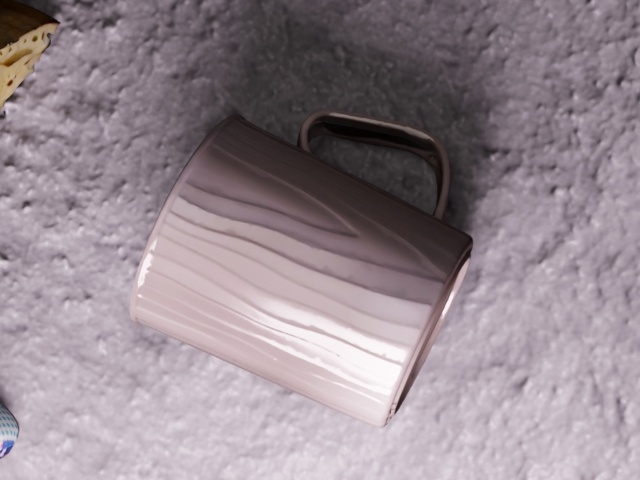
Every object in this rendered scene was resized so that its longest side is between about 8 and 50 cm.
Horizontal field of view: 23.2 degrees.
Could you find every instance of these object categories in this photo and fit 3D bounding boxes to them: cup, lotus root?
[{"bbox_3d":[-0.005,0.015,1.487,0.273,0.288,0.208,26,126,9],"label":"cup"},{"bbox_3d":[-0.365,-0.188,1.594,0.135,0.095,0.159,23,84,13],"label":"lotus root"}]

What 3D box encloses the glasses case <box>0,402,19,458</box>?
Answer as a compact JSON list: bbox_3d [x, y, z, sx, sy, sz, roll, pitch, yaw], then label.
[{"bbox_3d":[-0.455,0.141,1.562,0.327,0.125,0.076,23,98,10],"label":"glasses case"}]
